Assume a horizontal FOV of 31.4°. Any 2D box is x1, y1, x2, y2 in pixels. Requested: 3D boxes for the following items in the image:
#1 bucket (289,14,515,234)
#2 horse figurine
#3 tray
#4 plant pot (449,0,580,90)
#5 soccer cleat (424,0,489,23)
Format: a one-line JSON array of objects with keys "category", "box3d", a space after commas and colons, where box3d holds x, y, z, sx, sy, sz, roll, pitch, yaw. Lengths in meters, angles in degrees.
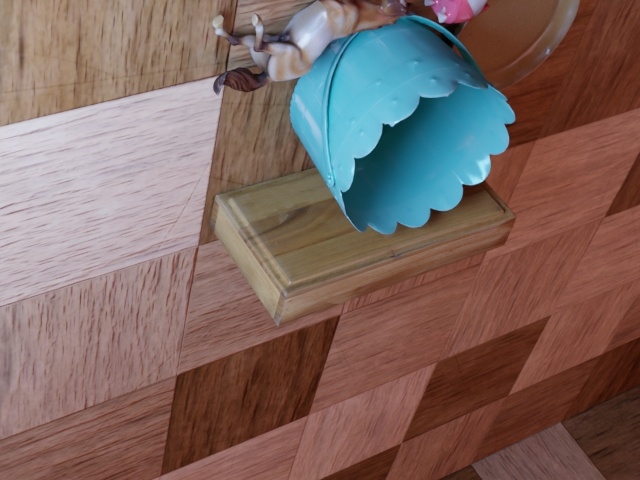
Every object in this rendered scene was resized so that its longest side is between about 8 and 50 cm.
[{"category": "bucket", "box3d": [0.104, -0.164, 1.562, 0.281, 0.183, 0.281, -26, 148, -18]}, {"category": "horse figurine", "box3d": [-0.023, -0.263, 1.409, 0.263, 0.066, 0.174, -39, 149, 4]}, {"category": "tray", "box3d": [0.068, -0.030, 1.688, 0.411, 0.203, 0.076, -18, 144, -28]}, {"category": "plant pot", "box3d": [0.279, -0.314, 1.679, 0.236, 0.032, 0.236, -26, 149, -17]}, {"category": "soccer cleat", "box3d": [0.208, -0.383, 1.467, 0.095, 0.083, 0.248, -19, 149, -28]}]
